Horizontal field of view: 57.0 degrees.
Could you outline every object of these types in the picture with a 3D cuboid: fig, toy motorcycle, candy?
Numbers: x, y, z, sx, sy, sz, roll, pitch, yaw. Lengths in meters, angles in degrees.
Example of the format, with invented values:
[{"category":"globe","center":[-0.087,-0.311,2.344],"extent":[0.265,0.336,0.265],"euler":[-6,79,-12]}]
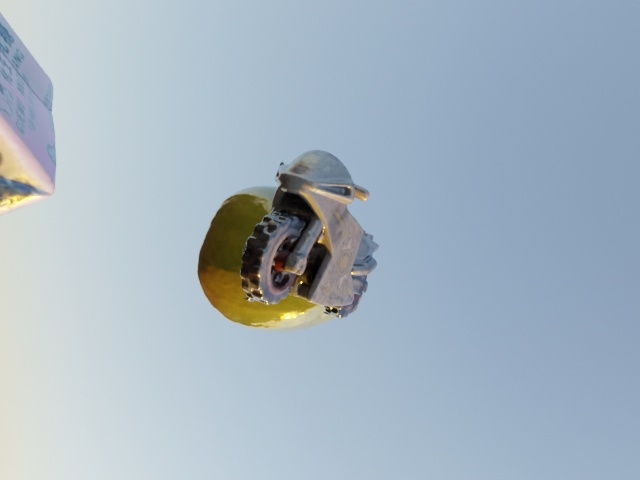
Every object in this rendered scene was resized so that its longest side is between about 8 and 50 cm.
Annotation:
[{"category":"fig","center":[-0.056,0.035,0.843],"extent":[0.207,0.230,0.207],"euler":[-159,-90,-80]},{"category":"toy motorcycle","center":[0.000,0.000,0.490],"extent":[0.080,0.215,0.122],"euler":[18,-93,24]},{"category":"candy","center":[-0.233,-0.092,0.394],"extent":[0.160,0.073,0.092],"euler":[-119,-175,-46]}]
